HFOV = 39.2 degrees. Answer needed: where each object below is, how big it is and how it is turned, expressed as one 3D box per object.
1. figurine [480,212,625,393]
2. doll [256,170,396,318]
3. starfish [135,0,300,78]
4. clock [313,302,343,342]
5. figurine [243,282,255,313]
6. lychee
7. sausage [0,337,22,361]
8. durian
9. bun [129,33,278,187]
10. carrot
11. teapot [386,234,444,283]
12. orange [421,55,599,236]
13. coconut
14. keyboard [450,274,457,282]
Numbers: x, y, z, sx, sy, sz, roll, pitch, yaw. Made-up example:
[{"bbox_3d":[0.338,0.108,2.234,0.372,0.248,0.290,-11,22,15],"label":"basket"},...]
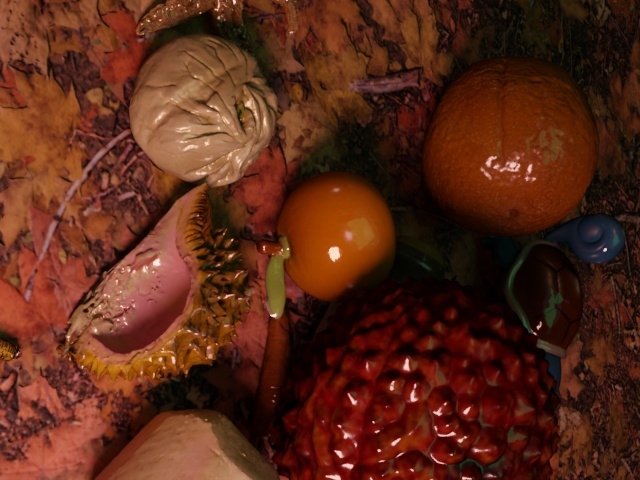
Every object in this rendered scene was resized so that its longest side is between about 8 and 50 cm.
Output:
[{"bbox_3d":[0.441,0.120,1.821,0.298,0.243,0.416,25,90,-48],"label":"figurine"},{"bbox_3d":[0.000,0.000,1.414,0.236,0.213,0.213,-13,96,-29],"label":"doll"},{"bbox_3d":[-0.159,-0.383,1.361,0.302,0.060,0.299,-12,124,-32],"label":"starfish"},{"bbox_3d":[0.080,0.177,1.555,0.191,0.062,0.151,47,57,-31],"label":"clock"},{"bbox_3d":[-0.139,0.094,1.374,0.083,0.047,0.050,-8,102,-39],"label":"figurine"},{"bbox_3d":[0.147,0.255,1.321,0.500,0.425,0.424,-13,96,-58],"label":"lychee"},{"bbox_3d":[-0.449,0.102,1.093,0.028,0.025,0.198,-43,127,14],"label":"sausage"},{"bbox_3d":[-0.186,0.097,1.266,0.305,0.185,0.195,-59,140,-25],"label":"durian"},{"bbox_3d":[-0.156,-0.187,1.310,0.229,0.145,0.229,-10,103,-47],"label":"bun"},{"bbox_3d":[-0.072,0.205,1.422,0.061,0.061,0.209,17,71,-41],"label":"carrot"},{"bbox_3d":[0.155,0.067,1.607,0.119,0.130,0.165,-61,158,-10],"label":"teapot"},{"bbox_3d":[0.346,-0.180,1.661,0.322,0.322,0.357,46,36,-31],"label":"orange"},{"bbox_3d":[-0.189,0.362,1.178,0.244,0.239,0.239,-48,118,-41],"label":"coconut"},{"bbox_3d":[0.205,0.111,1.640,0.010,0.063,0.198,41,26,10],"label":"keyboard"}]
